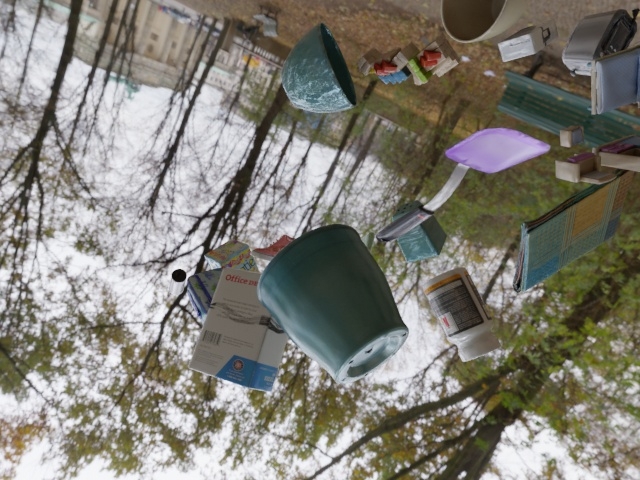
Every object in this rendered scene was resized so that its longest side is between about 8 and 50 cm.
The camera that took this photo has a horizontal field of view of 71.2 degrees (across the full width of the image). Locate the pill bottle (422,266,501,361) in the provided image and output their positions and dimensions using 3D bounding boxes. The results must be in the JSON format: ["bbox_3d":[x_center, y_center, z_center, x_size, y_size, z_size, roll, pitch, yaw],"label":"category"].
[{"bbox_3d":[0.463,0.241,1.463,0.162,0.162,0.279,3,-120,-53],"label":"pill bottle"}]

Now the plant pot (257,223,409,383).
[{"bbox_3d":[0.041,0.150,0.954,0.271,0.272,0.255,7,-142,-48],"label":"plant pot"}]

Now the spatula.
[{"bbox_3d":[0.156,-0.059,0.594,0.084,0.296,0.030,16,-122,-20],"label":"spatula"}]

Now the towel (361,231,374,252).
[{"bbox_3d":[0.108,0.157,1.351,0.038,0.325,0.248,12,168,-5],"label":"towel"}]

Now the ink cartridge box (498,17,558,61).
[{"bbox_3d":[0.639,-0.615,1.375,0.150,0.063,0.109,-37,-156,-27],"label":"ink cartridge box"}]

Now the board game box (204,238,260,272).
[{"bbox_3d":[-0.334,0.154,1.830,0.142,0.275,0.144,-34,-151,-28],"label":"board game box"}]

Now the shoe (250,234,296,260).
[{"bbox_3d":[-0.117,0.023,1.259,0.178,0.081,0.063,10,173,34],"label":"shoe"}]

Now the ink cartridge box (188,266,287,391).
[{"bbox_3d":[-0.213,0.252,1.296,0.223,0.308,0.129,7,161,30],"label":"ink cartridge box"}]

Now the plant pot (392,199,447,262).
[{"bbox_3d":[0.438,-0.053,2.040,0.234,0.165,0.166,58,-140,-18],"label":"plant pot"}]

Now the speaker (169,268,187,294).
[{"bbox_3d":[-0.525,0.153,1.642,0.055,0.136,0.055,10,-120,-18],"label":"speaker"}]

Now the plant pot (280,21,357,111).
[{"bbox_3d":[-0.021,-0.562,1.539,0.290,0.195,0.290,53,-153,-42],"label":"plant pot"}]

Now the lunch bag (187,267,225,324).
[{"bbox_3d":[-0.367,0.198,1.575,0.176,0.090,0.219,-12,-137,-31],"label":"lunch bag"}]

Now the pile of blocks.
[{"bbox_3d":[0.265,-0.563,1.472,0.362,0.149,0.113,9,-135,41],"label":"pile of blocks"}]

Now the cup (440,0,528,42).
[{"bbox_3d":[0.684,-0.956,1.776,0.236,0.331,0.331,-8,-147,-30],"label":"cup"}]

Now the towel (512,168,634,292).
[{"bbox_3d":[0.681,-0.026,1.215,0.040,0.370,0.271,50,163,44],"label":"towel"}]

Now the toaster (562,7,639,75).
[{"bbox_3d":[0.897,-0.641,1.443,0.129,0.227,0.146,20,-171,-31],"label":"toaster"}]

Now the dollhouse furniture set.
[{"bbox_3d":[0.726,-0.309,1.027,0.286,0.304,0.198,-19,-158,-13],"label":"dollhouse furniture set"}]
